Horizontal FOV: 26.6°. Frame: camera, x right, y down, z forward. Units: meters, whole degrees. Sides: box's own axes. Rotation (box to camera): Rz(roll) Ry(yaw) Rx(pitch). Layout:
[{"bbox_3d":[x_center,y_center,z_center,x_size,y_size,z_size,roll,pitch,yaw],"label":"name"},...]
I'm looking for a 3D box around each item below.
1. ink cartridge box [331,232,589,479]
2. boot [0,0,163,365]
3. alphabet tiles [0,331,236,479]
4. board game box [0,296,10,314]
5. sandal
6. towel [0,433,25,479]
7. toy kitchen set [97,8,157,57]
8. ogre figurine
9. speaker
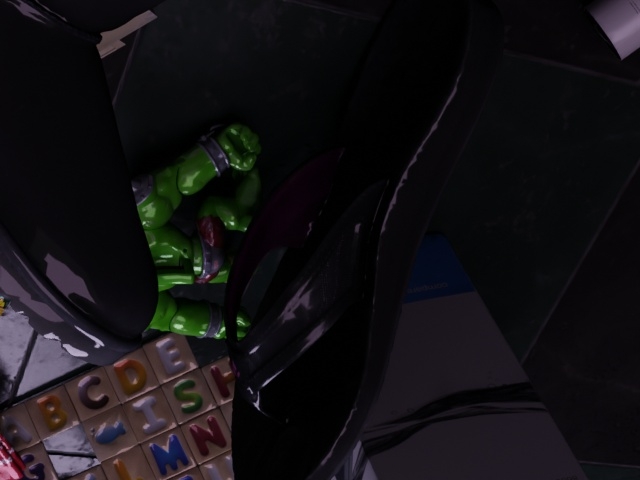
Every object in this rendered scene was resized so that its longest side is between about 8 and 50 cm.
[{"bbox_3d":[0.092,0.229,1.161,0.166,0.395,0.285,-9,129,-14],"label":"ink cartridge box"},{"bbox_3d":[-0.075,-0.182,0.861,0.445,0.146,0.367,-35,97,6],"label":"boot"},{"bbox_3d":[-0.154,0.201,1.217,0.237,0.009,0.198,-25,88,0],"label":"alphabet tiles"},{"bbox_3d":[-0.334,-0.029,1.044,0.259,0.030,0.136,23,118,-33],"label":"board game box"},{"bbox_3d":[-0.001,-0.002,1.060,0.107,0.167,0.446,17,97,-32],"label":"sandal"},{"bbox_3d":[-0.389,0.132,1.129,0.198,0.031,0.275,-15,130,9],"label":"towel"},{"bbox_3d":[-0.168,-0.181,0.984,0.068,0.075,0.083,-28,171,7],"label":"toy kitchen set"},{"bbox_3d":[-0.108,0.003,1.110,0.118,0.097,0.197,-10,142,-28],"label":"ogre figurine"},{"bbox_3d":[0.286,-0.209,1.115,0.136,0.055,0.055,-36,130,9],"label":"speaker"}]
